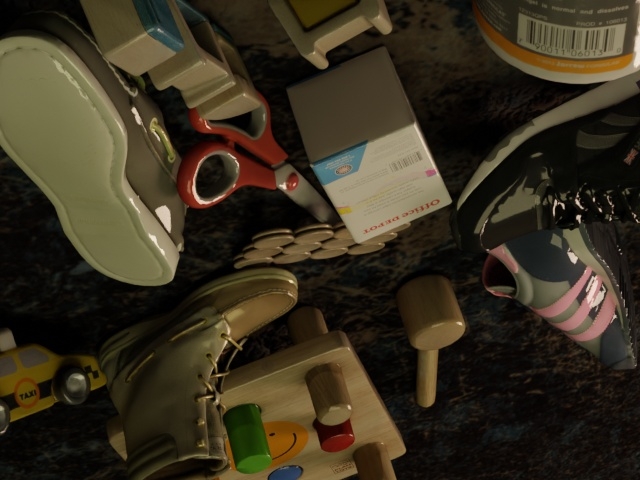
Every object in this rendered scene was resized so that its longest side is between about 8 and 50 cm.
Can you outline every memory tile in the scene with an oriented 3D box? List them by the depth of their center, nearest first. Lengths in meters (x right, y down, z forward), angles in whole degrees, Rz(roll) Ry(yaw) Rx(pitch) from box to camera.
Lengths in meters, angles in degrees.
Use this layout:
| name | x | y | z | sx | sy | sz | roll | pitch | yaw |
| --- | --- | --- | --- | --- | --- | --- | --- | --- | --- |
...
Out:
| name | x | y | z | sx | sy | sz | roll | pitch | yaw |
| --- | --- | --- | --- | --- | --- | --- | --- | --- | --- |
| memory tile | 0.000 | 0.000 | 1.463 | 0.148 | 0.012 | 0.113 | -7 | 167 | -17 |

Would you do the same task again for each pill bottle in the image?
| name | x | y | z | sx | sy | sz | roll | pitch | yaw |
| --- | --- | --- | --- | --- | --- | --- | --- | --- | --- |
| pill bottle | 0.186 | -0.253 | 1.119 | 0.162 | 0.162 | 0.278 | -14 | 144 | -6 |

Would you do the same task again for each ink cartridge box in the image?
| name | x | y | z | sx | sy | sz | roll | pitch | yaw |
| --- | --- | --- | --- | --- | --- | --- | --- | --- | --- |
| ink cartridge box | 0.044 | -0.074 | 1.352 | 0.092 | 0.090 | 0.143 | -22 | 145 | 5 |

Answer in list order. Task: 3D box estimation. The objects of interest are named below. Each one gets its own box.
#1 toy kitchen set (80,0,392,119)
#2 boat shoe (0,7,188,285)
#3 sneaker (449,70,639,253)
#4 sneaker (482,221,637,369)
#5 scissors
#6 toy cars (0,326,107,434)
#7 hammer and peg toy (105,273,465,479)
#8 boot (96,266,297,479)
| name | x | y | z | sx | sy | sz | roll | pitch | yaw |
| --- | --- | --- | --- | --- | --- | --- | --- | --- | --- |
| toy kitchen set | -0.064 | -0.193 | 1.158 | 0.166 | 0.122 | 0.207 | -28 | 163 | 12 |
| boat shoe | -0.173 | -0.080 | 1.248 | 0.109 | 0.091 | 0.305 | 6 | 148 | 18 |
| sneaker | 0.247 | -0.059 | 1.374 | 0.283 | 0.124 | 0.107 | -33 | 151 | -6 |
| sneaker | 0.233 | 0.036 | 1.591 | 0.131 | 0.112 | 0.319 | -10 | 144 | 18 |
| scissors | -0.030 | -0.066 | 1.377 | 0.297 | 0.021 | 0.109 | 12 | 94 | -59 |
| toy cars | -0.393 | 0.150 | 1.448 | 0.394 | 0.087 | 0.176 | -15 | -176 | -5 |
| hammer and peg toy | -0.006 | 0.186 | 1.640 | 0.361 | 0.127 | 0.266 | -21 | 144 | 4 |
| boot | -0.100 | 0.130 | 1.491 | 0.213 | 0.165 | 0.077 | -27 | 144 | 14 |
